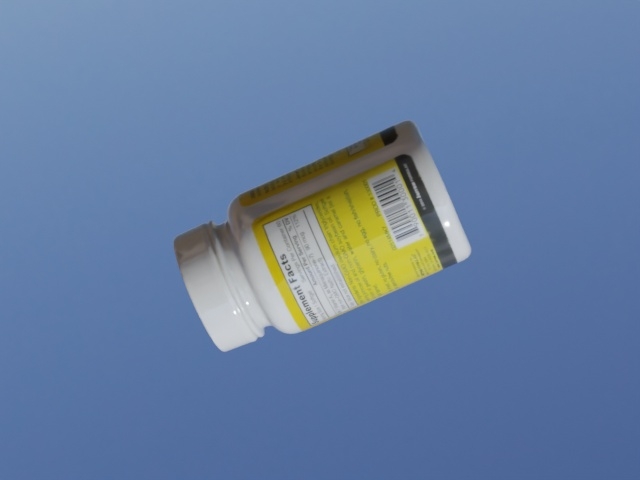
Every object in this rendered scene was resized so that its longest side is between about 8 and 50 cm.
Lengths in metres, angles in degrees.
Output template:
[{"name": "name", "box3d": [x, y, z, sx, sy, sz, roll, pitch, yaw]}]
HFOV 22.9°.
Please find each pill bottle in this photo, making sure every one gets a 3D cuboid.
[{"name": "pill bottle", "box3d": [0.000, 0.000, 1.217, 0.208, 0.119, 0.119, -23, -160, 4]}]
